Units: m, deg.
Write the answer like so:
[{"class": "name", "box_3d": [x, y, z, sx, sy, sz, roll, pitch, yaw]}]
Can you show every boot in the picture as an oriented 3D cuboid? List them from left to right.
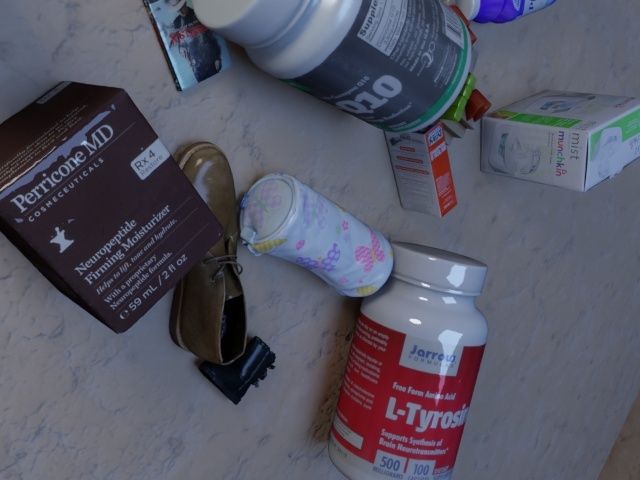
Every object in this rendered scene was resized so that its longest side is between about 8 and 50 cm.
[{"class": "boot", "box_3d": [-0.138, 0.022, 0.866, 0.112, 0.115, 0.305, -11, 110, -39]}, {"class": "boot", "box_3d": [-0.124, 0.189, 0.983, 0.099, 0.045, 0.121, -49, 138, -17]}]

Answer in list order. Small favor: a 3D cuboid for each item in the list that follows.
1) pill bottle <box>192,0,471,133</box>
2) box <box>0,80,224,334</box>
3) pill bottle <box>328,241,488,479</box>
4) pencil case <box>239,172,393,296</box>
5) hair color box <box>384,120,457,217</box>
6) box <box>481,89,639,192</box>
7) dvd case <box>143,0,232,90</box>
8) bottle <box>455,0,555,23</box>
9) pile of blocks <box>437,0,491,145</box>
[{"class": "pill bottle", "box_3d": [0.025, -0.289, 0.850, 0.361, 0.204, 0.204, 15, 93, -45]}, {"class": "box", "box_3d": [-0.251, -0.040, 0.698, 0.168, 0.167, 0.203, -47, 131, -21]}, {"class": "pill bottle", "box_3d": [0.163, 0.219, 1.134, 0.229, 0.229, 0.407, 5, 100, -44]}, {"class": "pencil case", "box_3d": [0.000, 0.000, 0.987, 0.273, 0.113, 0.124, 28, 79, -45]}, {"class": "hair color box", "box_3d": [0.177, -0.129, 1.125, 0.053, 0.093, 0.167, -39, 128, -28]}, {"class": "box", "box_3d": [0.499, -0.209, 1.304, 0.262, 0.231, 0.126, -25, 120, -34]}, {"class": "dvd case", "box_3d": [-0.166, -0.262, 0.813, 0.087, 0.013, 0.119, -36, 125, -29]}, {"class": "bottle", "box_3d": [0.334, -0.459, 1.161, 0.283, 0.092, 0.118, -29, 123, -34]}, {"class": "pile of blocks", "box_3d": [0.204, -0.305, 1.077, 0.149, 0.113, 0.362, -50, 131, -20]}]
